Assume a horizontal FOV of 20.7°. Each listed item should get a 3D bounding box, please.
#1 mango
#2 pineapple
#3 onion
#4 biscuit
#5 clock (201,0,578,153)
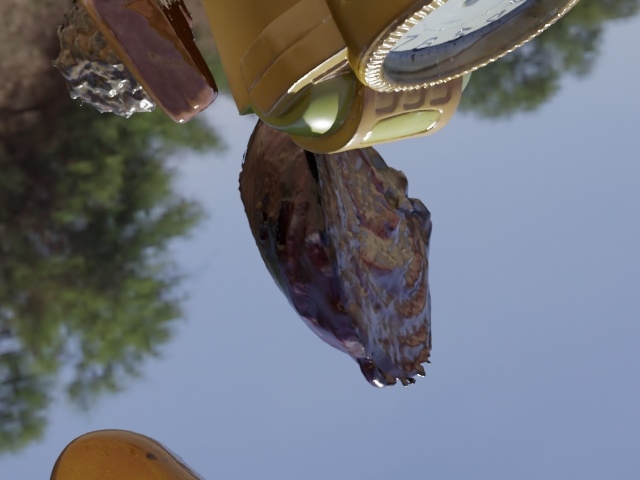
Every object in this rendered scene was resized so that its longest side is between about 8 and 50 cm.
[{"bbox_3d":[-0.174,0.318,1.932,0.290,0.191,0.160,23,-110,38],"label":"mango"},{"bbox_3d":[-0.226,-0.247,2.067,0.166,0.166,0.193,-3,-132,34],"label":"pineapple"},{"bbox_3d":[0.000,0.000,1.675,0.146,0.314,0.280,-13,-140,19],"label":"onion"},{"bbox_3d":[-0.154,-0.208,0.932,0.043,0.306,0.284,-30,-126,4],"label":"biscuit"},{"bbox_3d":[0.079,-0.217,1.472,0.244,0.200,0.317,-17,167,-41],"label":"clock"}]
